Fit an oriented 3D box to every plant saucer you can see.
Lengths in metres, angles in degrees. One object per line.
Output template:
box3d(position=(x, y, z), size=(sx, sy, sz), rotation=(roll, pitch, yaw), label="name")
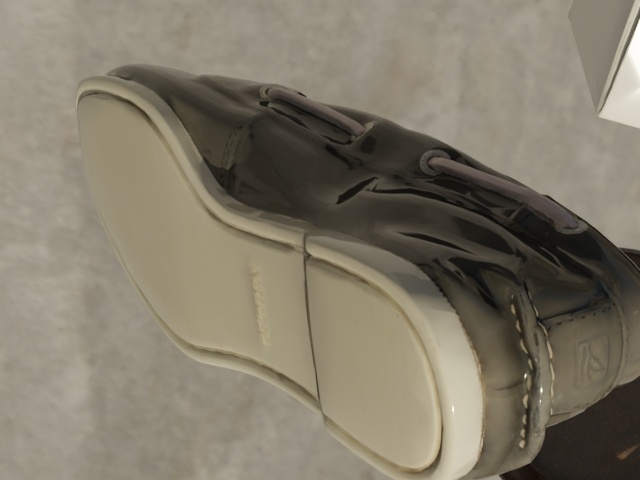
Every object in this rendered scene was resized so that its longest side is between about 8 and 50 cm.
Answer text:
box3d(position=(0.173, 0.088, 0.946), size=(0.029, 0.168, 0.168), rotation=(2, 104, -76), label="plant saucer")

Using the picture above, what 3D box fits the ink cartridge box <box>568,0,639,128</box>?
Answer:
box3d(position=(0.308, -0.156, 0.928), size=(0.270, 0.198, 0.197), rotation=(16, 115, -4), label="ink cartridge box")

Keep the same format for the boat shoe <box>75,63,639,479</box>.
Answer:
box3d(position=(0.000, 0.000, 0.633), size=(0.095, 0.335, 0.112), rotation=(-15, 115, -25), label="boat shoe")
